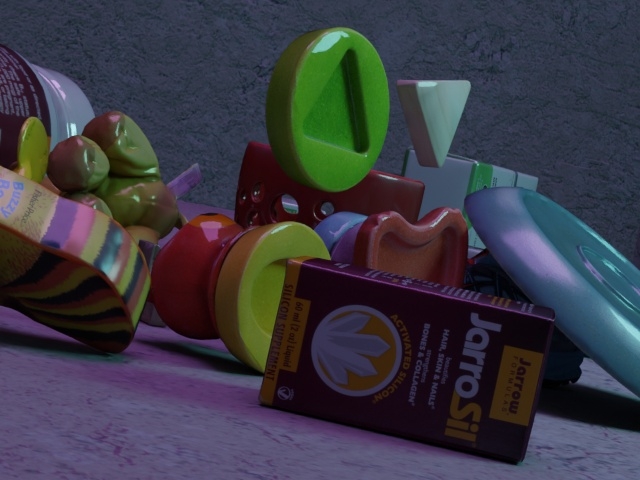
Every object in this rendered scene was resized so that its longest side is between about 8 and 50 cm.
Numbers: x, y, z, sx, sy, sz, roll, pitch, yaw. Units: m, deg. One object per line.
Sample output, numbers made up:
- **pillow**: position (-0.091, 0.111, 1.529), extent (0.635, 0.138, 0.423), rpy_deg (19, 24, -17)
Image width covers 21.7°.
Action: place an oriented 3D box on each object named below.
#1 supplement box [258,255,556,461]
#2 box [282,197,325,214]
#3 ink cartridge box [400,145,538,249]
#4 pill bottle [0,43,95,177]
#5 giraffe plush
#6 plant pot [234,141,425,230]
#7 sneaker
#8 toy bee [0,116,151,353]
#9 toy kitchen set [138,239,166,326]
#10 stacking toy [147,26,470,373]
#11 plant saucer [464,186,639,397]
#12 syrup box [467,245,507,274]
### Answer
- **supplement box**: position (0.062, 0.080, 1.166), extent (0.188, 0.104, 0.081), rpy_deg (12, 4, 8)
- **box**: position (-0.052, -0.005, 2.296), extent (0.087, 0.101, 0.102), rpy_deg (11, 5, -13)
- **ink cartridge box**: position (0.214, -0.019, 2.515), extent (0.121, 0.211, 0.289), rpy_deg (13, 3, 25)
- **pill bottle**: position (-0.425, -0.117, 1.792), extent (0.224, 0.224, 0.392), rpy_deg (13, 4, 27)
- **giraffe plush**: position (-0.245, -0.031, 1.722), extent (0.170, 0.181, 0.210), rpy_deg (-11, 2, 30)
- **plant pot**: position (0.000, 0.000, 1.724), extent (0.191, 0.174, 0.191), rpy_deg (11, 3, -1)
- **sneaker**: position (0.136, 0.059, 1.625), extent (0.261, 0.125, 0.104), rpy_deg (11, 2, -14)
- **toy bee**: position (-0.259, -0.016, 1.181), extent (0.298, 0.162, 0.195), rpy_deg (2, 50, -18)
- **toy kitchen set**: position (-0.133, 0.039, 1.498), extent (0.075, 0.068, 0.083), rpy_deg (10, 4, -31)
- **stacking toy**: position (-0.007, -0.030, 1.409), extent (0.130, 0.280, 0.309), rpy_deg (7, -1, 37)
- **plant saucer**: position (0.265, 0.052, 1.549), extent (0.317, 0.044, 0.317), rpy_deg (38, 15, -12)
- **syrup box**: position (0.179, 0.052, 2.180), extent (0.236, 0.096, 0.093), rpy_deg (14, 5, 35)
